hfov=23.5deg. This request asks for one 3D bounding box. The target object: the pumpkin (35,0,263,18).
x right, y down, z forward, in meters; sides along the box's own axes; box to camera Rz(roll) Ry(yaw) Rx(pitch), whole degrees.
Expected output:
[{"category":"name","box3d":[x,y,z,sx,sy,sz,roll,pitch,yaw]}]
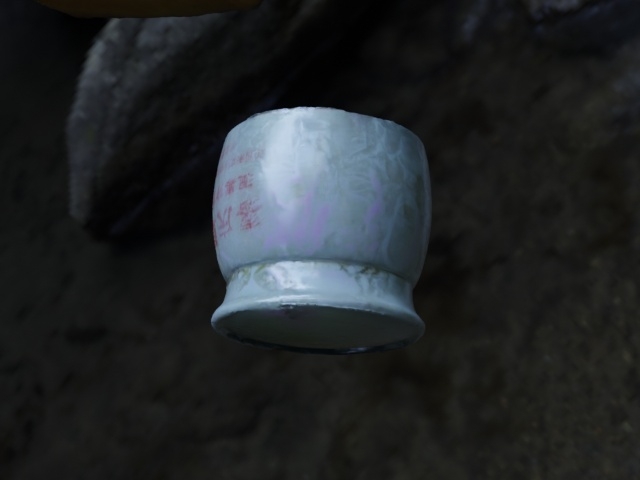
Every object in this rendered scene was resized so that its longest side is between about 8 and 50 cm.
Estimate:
[{"category":"pumpkin","box3d":[-0.038,-0.188,0.417,0.258,0.095,0.290,-51,49,31]}]

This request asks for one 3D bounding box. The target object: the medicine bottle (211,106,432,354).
[{"category":"medicine bottle","box3d":[0.000,0.000,1.026,0.147,0.147,0.143,-10,69,39]}]
